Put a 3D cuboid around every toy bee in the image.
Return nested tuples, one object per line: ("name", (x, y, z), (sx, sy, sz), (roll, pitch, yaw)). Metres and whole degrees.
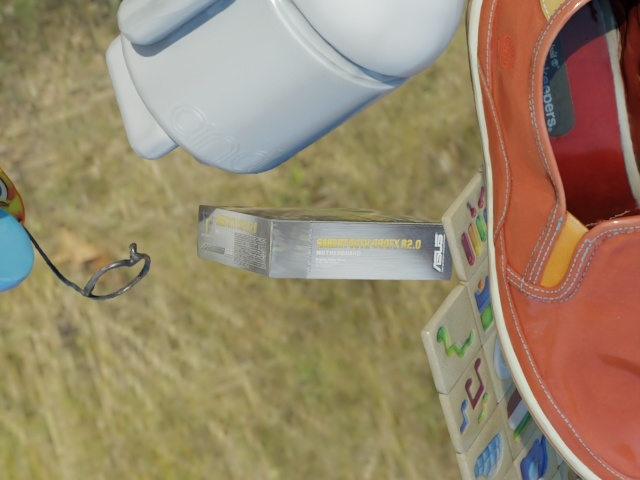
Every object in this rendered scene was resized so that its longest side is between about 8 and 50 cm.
("toy bee", (-0.287, -0.005, 1.464), (0.195, 0.162, 0.298), (-36, 165, 14))

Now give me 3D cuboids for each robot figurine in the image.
("robot figurine", (-0.023, -0.187, 1.616), (0.353, 0.200, 0.300), (-32, 160, 38))

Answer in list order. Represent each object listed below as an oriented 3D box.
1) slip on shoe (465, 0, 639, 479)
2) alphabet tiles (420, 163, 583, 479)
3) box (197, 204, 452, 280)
("slip on shoe", (0.159, -0.002, 1.089), (0.123, 0.101, 0.331), (-18, 106, -20))
("alphabet tiles", (0.170, 0.071, 1.507), (0.285, 0.011, 0.343), (-51, 135, -40))
("box", (0.000, 0.000, 1.895), (0.183, 0.056, 0.231), (2, -176, -20))
